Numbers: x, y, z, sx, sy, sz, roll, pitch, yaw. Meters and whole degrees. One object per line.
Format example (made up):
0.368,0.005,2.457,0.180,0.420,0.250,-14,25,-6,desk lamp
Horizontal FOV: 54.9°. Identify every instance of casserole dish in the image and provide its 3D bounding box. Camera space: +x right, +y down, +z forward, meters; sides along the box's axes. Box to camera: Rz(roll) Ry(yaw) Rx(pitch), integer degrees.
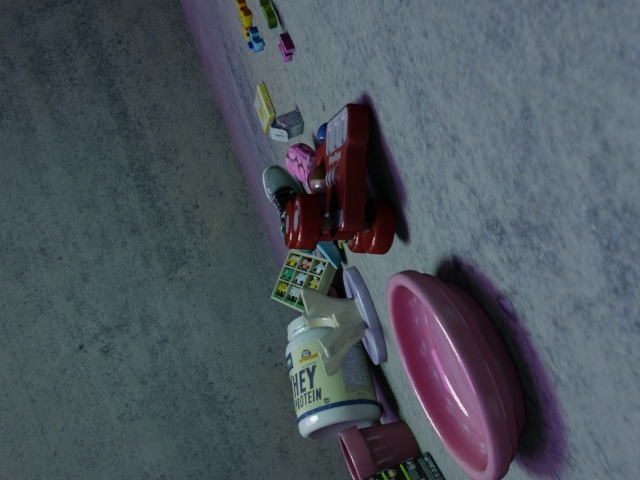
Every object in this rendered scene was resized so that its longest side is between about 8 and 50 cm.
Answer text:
0.000,0.000,1.683,0.188,0.037,0.114,49,177,26,casserole dish

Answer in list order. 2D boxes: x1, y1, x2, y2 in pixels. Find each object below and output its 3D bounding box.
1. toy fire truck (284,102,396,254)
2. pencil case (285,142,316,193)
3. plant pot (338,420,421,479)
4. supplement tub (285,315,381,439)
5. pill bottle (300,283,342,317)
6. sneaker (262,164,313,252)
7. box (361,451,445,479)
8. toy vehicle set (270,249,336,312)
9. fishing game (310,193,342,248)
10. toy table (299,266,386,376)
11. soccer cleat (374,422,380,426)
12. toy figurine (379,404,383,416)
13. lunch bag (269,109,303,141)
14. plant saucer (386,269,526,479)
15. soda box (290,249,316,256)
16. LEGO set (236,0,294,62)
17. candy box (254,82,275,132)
0.032,-0.105,1.149,0.302,0.170,0.253,179,95,-79,toy fire truck
-0.022,-0.170,1.434,0.098,0.095,0.209,35,-176,-26,pencil case
0.167,0.580,1.657,0.201,0.180,0.201,160,90,-81,plant pot
0.028,0.388,1.788,0.235,0.236,0.324,87,172,-60,supplement tub
0.002,0.204,1.952,0.245,0.131,0.130,102,147,-73,pill bottle
-0.087,-0.094,1.832,0.295,0.124,0.178,62,176,-4,sneaker
0.215,0.610,1.438,0.190,0.184,0.045,-124,15,-51,box
-0.053,0.123,1.838,0.267,0.035,0.165,11,79,62,toy vehicle set
-0.003,-0.085,1.648,0.264,0.041,0.189,-118,11,-51,fishing game
0.056,0.220,1.598,0.252,0.161,0.274,-165,56,-78,toy table
0.149,0.597,2.092,0.116,0.109,0.318,1,111,59,soccer cleat
0.170,0.631,1.896,0.209,0.148,0.212,40,147,60,toy figurine
-0.089,-0.287,1.573,0.071,0.083,0.053,104,145,-72,lunch bag
0.205,0.193,0.934,0.332,0.084,0.331,159,90,-80,plant saucer
-0.068,0.006,2.094,0.069,0.074,0.216,-121,14,-47,soda box
-0.141,-0.492,1.431,0.093,0.087,0.227,96,153,-68,LEGO set
-0.181,-0.422,1.980,0.206,0.027,0.105,157,96,-80,candy box
